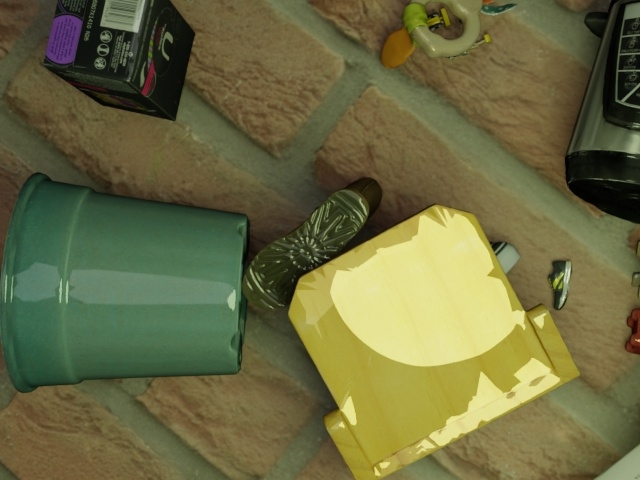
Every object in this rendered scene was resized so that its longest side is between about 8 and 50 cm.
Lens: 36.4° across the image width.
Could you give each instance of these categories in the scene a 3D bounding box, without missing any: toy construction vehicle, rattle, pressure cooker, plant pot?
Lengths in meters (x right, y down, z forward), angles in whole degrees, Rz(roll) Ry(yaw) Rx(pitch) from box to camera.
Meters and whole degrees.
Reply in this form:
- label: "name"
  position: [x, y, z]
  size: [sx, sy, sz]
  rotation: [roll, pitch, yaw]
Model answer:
- label: "toy construction vehicle"
  position: [0.228, -0.350, 1.630]
  size: [0.098, 0.035, 0.086]
  rotation: [-22, 81, 12]
- label: "rattle"
  position: [0.214, -0.351, 1.603]
  size: [0.199, 0.143, 0.130]
  rotation: [-36, 68, -28]
- label: "pressure cooker"
  position: [0.574, -0.229, 1.419]
  size: [0.369, 0.375, 0.421]
  rotation: [19, 87, -7]
- label: "plant pot"
  position: [-0.283, 0.076, 1.518]
  size: [0.334, 0.341, 0.341]
  rotation: [4, 86, -2]

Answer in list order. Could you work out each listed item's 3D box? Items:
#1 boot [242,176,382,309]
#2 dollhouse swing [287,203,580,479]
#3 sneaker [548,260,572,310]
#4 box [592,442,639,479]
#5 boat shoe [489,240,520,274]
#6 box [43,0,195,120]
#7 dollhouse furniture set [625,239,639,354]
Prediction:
- label: "boot"
  position: [0.000, 0.000, 1.508]
  size: [0.236, 0.269, 0.089]
  rotation: [-39, 91, 9]
- label: "dollhouse swing"
  position: [0.151, 0.148, 1.458]
  size: [0.346, 0.315, 0.305]
  rotation: [-29, 80, 3]
- label: "sneaker"
  position: [0.386, 0.072, 1.579]
  size: [0.035, 0.031, 0.083]
  rotation: [10, 82, 21]
- label: "box"
  position: [0.515, 0.460, 1.355]
  size: [0.215, 0.168, 0.345]
  rotation: [-32, 116, -16]
- label: "boat shoe"
  position: [0.157, 0.087, 1.554]
  size: [0.335, 0.121, 0.119]
  rotation: [-35, 85, 4]
- label: "box"
  position: [-0.312, -0.309, 1.564]
  size: [0.143, 0.270, 0.165]
  rotation: [12, 87, 7]
- label: "dollhouse furniture set"
  position: [0.540, 0.142, 1.397]
  size: [0.152, 0.374, 0.201]
  rotation: [8, 103, 9]
